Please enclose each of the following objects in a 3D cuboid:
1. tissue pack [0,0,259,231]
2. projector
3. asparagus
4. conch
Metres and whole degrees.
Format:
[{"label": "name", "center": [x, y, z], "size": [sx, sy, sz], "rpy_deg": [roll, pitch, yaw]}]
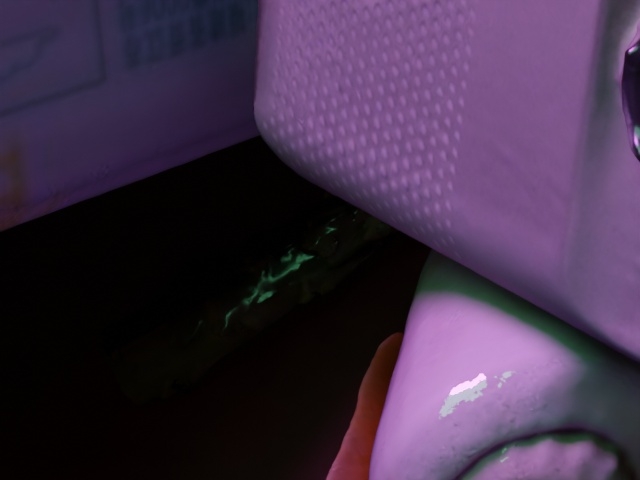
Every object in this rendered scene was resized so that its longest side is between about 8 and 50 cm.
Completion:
[{"label": "tissue pack", "center": [-0.120, -0.132, 0.632], "size": [0.388, 0.162, 0.287], "rpy_deg": [-22, 38, -30]}, {"label": "projector", "center": [0.120, -0.062, 0.498], "size": [0.177, 0.163, 0.242], "rpy_deg": [-14, 31, -38]}, {"label": "asparagus", "center": [0.000, 0.000, 0.654], "size": [0.165, 0.030, 0.036], "rpy_deg": [-36, 34, 3]}, {"label": "conch", "center": [0.044, 0.041, 0.551], "size": [0.094, 0.104, 0.176], "rpy_deg": [-1, 38, -18]}]
